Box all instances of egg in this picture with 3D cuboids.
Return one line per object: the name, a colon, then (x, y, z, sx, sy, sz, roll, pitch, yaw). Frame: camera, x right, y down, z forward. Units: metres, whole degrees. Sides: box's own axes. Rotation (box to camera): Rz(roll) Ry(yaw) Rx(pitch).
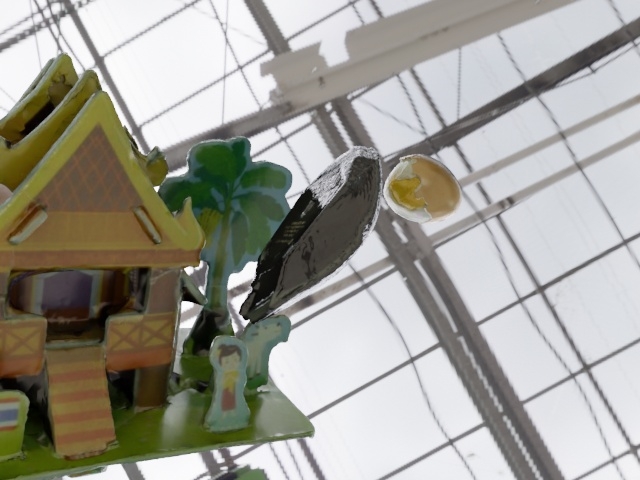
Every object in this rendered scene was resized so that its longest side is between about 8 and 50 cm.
egg: (0.110, -0.052, 0.919, 0.083, 0.071, 0.071, 31, -109, -6)

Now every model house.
model house: (-0.156, 0.013, 0.747, 0.357, 0.242, 0.313, 1, -68, -31)

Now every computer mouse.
computer mouse: (0.000, 0.000, 0.770, 0.062, 0.106, 0.192, 38, -99, -17)
